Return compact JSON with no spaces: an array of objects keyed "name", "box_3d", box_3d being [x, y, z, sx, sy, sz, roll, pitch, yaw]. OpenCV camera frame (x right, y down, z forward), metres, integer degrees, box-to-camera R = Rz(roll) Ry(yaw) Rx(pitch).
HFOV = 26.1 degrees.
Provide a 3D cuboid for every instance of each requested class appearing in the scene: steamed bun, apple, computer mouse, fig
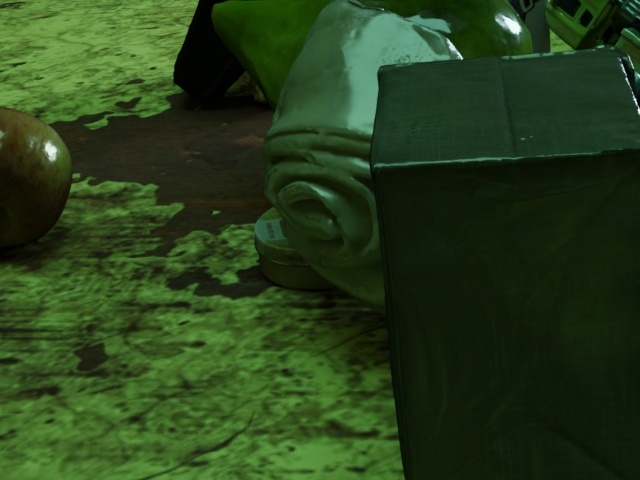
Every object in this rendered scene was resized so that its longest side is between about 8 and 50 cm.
[{"name":"steamed bun","box_3d":[0.044,-0.033,0.944,0.211,0.218,0.144,32,47,19]},{"name":"apple","box_3d":[-0.274,-0.052,1.178,0.126,0.126,0.102,-10,42,-5]},{"name":"computer mouse","box_3d":[-0.065,-0.275,1.432,0.100,0.269,0.170,22,37,-5]},{"name":"fig","box_3d":[0.026,-0.140,1.131,0.275,0.206,0.206,25,34,10]}]

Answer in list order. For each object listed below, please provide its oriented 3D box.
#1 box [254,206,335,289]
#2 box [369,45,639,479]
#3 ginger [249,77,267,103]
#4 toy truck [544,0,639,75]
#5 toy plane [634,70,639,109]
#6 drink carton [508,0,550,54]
[{"name":"box","box_3d":[0.000,0.000,1.099,0.105,0.037,0.105,-5,27,3]},{"name":"box","box_3d":[0.116,0.025,0.802,0.155,0.231,0.149,-3,27,6]},{"name":"ginger","box_3d":[0.008,-0.202,1.476,0.133,0.059,0.214,4,26,30]},{"name":"toy truck","box_3d":[0.294,-0.180,1.288,0.191,0.116,0.085,45,25,26]},{"name":"toy plane","box_3d":[0.220,-0.083,1.137,0.223,0.104,0.326,-39,26,1]},{"name":"drink carton","box_3d":[0.113,-0.177,1.317,0.222,0.134,0.102,-25,29,-32]}]
